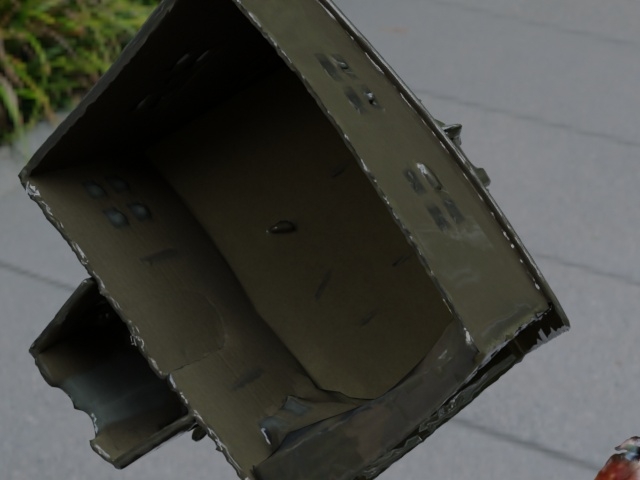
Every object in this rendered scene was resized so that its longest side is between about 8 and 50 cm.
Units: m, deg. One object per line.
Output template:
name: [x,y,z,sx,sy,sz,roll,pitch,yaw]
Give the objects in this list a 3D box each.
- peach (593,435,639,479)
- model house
peach: [0.119,0.202,0.445,0.189,0.279,0.068,-21,-21,32]
model house: [0.000,0.000,0.652,0.211,0.204,0.243,53,28,7]
